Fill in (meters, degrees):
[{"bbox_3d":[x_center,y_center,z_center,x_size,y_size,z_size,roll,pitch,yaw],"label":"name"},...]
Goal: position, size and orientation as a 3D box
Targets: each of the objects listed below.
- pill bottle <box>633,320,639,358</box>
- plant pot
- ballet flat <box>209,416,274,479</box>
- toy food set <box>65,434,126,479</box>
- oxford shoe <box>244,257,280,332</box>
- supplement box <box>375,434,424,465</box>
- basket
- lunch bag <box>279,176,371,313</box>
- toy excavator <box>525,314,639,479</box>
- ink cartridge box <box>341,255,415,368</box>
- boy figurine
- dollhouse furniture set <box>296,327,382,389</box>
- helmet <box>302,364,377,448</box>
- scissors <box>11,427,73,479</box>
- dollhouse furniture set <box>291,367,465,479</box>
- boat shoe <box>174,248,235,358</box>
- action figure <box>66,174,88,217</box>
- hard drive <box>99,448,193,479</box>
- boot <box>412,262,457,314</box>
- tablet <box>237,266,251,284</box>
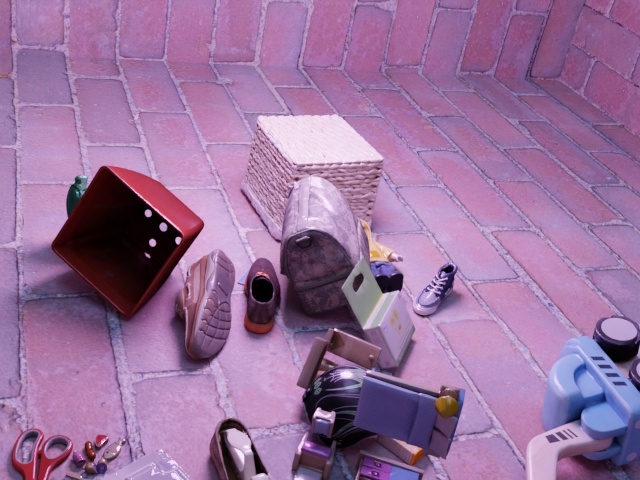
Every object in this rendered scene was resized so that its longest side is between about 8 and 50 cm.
[{"bbox_3d":[0.884,0.304,2.067,0.221,0.121,0.121,32,37,30],"label":"pill bottle"},{"bbox_3d":[-0.446,-0.014,1.990,0.267,0.267,0.235,41,19,8],"label":"plant pot"},{"bbox_3d":[-0.135,0.455,1.503,0.107,0.106,0.316,-7,36,-29],"label":"ballet flat"},{"bbox_3d":[-0.438,0.414,1.553,0.077,0.019,0.122,16,32,7],"label":"toy food set"},{"bbox_3d":[-0.143,0.116,2.050,0.096,0.099,0.271,6,34,-9],"label":"oxford shoe"},{"bbox_3d":[0.177,0.429,1.715,0.098,0.036,0.062,31,36,29],"label":"supplement box"},{"bbox_3d":[-0.026,-0.198,2.445,0.328,0.267,0.331,-5,37,-27],"label":"basket"},{"bbox_3d":[0.000,0.000,2.093,0.212,0.256,0.305,-16,31,12],"label":"lunch bag"},{"bbox_3d":[0.572,0.410,1.757,0.444,0.223,0.433,-12,37,-11],"label":"toy excavator"},{"bbox_3d":[0.147,0.169,1.955,0.056,0.235,0.171,-14,20,29],"label":"ink cartridge box"},{"bbox_3d":[0.147,0.045,2.276,0.177,0.092,0.285,-3,37,-17],"label":"boy figurine"},{"bbox_3d":[0.045,0.284,1.804,0.123,0.144,0.151,22,-4,16],"label":"dollhouse furniture set"},{"bbox_3d":[0.063,0.344,1.690,0.161,0.169,0.169,-27,28,15],"label":"helmet"},{"bbox_3d":[-0.529,0.457,1.459,0.108,0.021,0.297,9,32,-9],"label":"scissors"},{"bbox_3d":[0.094,0.389,1.496,0.286,0.304,0.198,16,31,8],"label":"dollhouse furniture set"},{"bbox_3d":[-0.288,0.161,1.944,0.116,0.123,0.324,-17,36,18],"label":"boat shoe"},{"bbox_3d":[-0.620,-0.066,2.063,0.063,0.232,0.137,-10,38,-31],"label":"action figure"},{"bbox_3d":[-0.272,0.528,1.385,0.236,0.064,0.339,-20,43,-41],"label":"hard drive"},{"bbox_3d":[0.315,0.128,2.197,0.069,0.086,0.190,25,34,21],"label":"boot"},{"bbox_3d":[-0.182,0.101,2.156,0.054,0.006,0.083,20,33,13],"label":"tablet"}]
